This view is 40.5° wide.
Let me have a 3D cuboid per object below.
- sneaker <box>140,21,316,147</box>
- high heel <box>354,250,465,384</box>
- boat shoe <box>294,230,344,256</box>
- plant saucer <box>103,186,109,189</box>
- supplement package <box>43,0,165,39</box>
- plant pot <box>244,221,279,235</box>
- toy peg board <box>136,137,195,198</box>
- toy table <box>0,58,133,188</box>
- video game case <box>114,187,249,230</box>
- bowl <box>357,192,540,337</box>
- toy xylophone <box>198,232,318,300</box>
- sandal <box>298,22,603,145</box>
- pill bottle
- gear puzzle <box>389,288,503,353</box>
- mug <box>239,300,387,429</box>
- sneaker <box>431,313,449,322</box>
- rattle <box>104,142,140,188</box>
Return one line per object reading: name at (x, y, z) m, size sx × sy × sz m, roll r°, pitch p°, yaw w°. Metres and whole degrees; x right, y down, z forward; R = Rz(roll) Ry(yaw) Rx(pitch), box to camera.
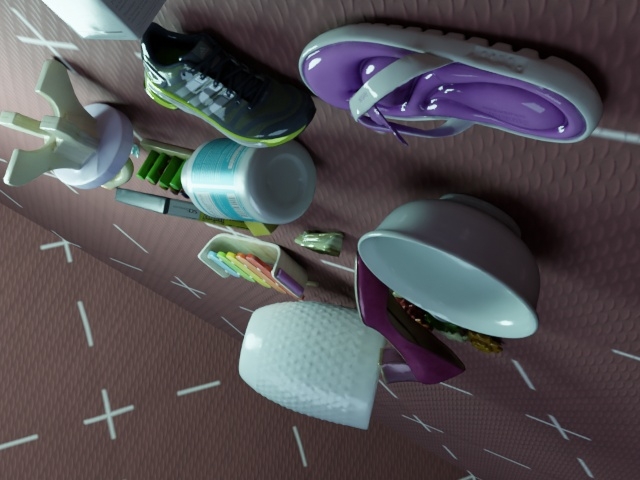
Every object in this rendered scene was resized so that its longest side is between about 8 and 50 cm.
sneaker at (-0.146, -0.227, 1.254) m, size 0.300 × 0.111 × 0.121 m, roll 20°, pitch 157°, yaw 19°
high heel at (0.186, 0.157, 1.831) m, size 0.181 × 0.127 × 0.377 m, roll -9°, pitch 130°, yaw 14°
boat shoe at (-0.001, -0.001, 1.797) m, size 0.056 × 0.048 × 0.153 m, roll 23°, pitch 174°, yaw -27°
plant saucer at (-0.582, -0.162, 2.290) m, size 0.083 × 0.013 × 0.083 m, roll 26°, pitch 163°, yaw 8°
supplement package at (-0.298, -0.369, 1.027) m, size 0.139 × 0.134 × 0.244 m, roll 13°, pitch 158°, yaw 42°
plant pot at (-0.117, -0.067, 1.720) m, size 0.083 × 0.081 × 0.081 m, roll 48°, pitch 158°, yaw -18°
toy peg board at (-0.297, -0.126, 1.827) m, size 0.161 × 0.079 × 0.160 m, roll 17°, pitch 159°, yaw 35°
toy table at (-0.505, -0.205, 1.694) m, size 0.274 × 0.252 × 0.161 m, roll -4°, pitch 161°, yaw 43°
video game case at (-0.272, -0.065, 1.844) m, size 0.248 × 0.035 × 0.275 m, roll 11°, pitch -178°, yaw -34°
bowl at (0.218, 0.020, 1.334) m, size 0.298 × 0.134 × 0.298 m, roll 26°, pitch 163°, yaw 9°
toy xylophone at (-0.143, 0.073, 2.155) m, size 0.236 × 0.081 × 0.322 m, roll 39°, pitch 161°, yaw -32°
sandal at (0.115, -0.166, 1.011) m, size 0.416 × 0.102 × 0.169 m, roll 13°, pitch 157°, yaw 43°
pill bottle at (-0.138, -0.108, 1.513) m, size 0.264 × 0.146 × 0.146 m, roll 8°, pitch 153°, yaw 51°
gear puzzle at (0.246, 0.190, 1.936) m, size 0.339 × 0.044 × 0.175 m, roll 21°, pitch 161°, yaw 25°
mug at (-0.008, 0.263, 2.134) m, size 0.328 × 0.374 × 0.276 m, roll 12°, pitch 117°, yaw 5°
sneaker at (0.200, 0.064, 1.608) m, size 0.091 × 0.094 × 0.258 m, roll 48°, pitch -179°, yaw 44°
rattle at (-0.432, -0.206, 1.835) m, size 0.130 × 0.143 × 0.200 m, roll 34°, pitch 139°, yaw -7°
